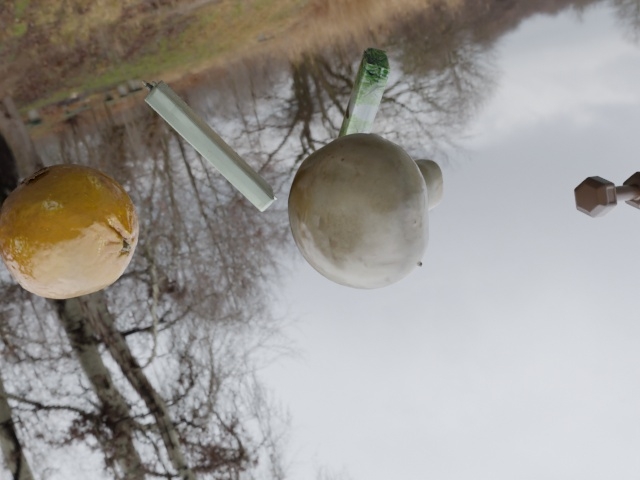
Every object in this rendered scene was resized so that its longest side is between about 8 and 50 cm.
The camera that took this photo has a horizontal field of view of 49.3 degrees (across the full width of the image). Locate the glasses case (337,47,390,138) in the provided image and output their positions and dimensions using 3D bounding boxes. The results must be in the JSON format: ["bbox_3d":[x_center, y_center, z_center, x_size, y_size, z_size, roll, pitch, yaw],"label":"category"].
[{"bbox_3d":[0.088,-0.295,1.591,0.062,0.272,0.095,10,-142,-11],"label":"glasses case"}]

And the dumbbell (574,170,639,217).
[{"bbox_3d":[0.666,-0.104,1.547,0.231,0.092,0.082,-9,-178,-31],"label":"dumbbell"}]

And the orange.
[{"bbox_3d":[-0.391,-0.012,1.093,0.193,0.219,0.219,27,-141,36],"label":"orange"}]

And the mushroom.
[{"bbox_3d":[0.096,-0.066,1.298,0.293,0.292,0.290,-3,-164,38],"label":"mushroom"}]

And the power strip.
[{"bbox_3d":[-0.233,-0.202,1.465,0.043,0.367,0.106,-43,-163,8],"label":"power strip"}]
